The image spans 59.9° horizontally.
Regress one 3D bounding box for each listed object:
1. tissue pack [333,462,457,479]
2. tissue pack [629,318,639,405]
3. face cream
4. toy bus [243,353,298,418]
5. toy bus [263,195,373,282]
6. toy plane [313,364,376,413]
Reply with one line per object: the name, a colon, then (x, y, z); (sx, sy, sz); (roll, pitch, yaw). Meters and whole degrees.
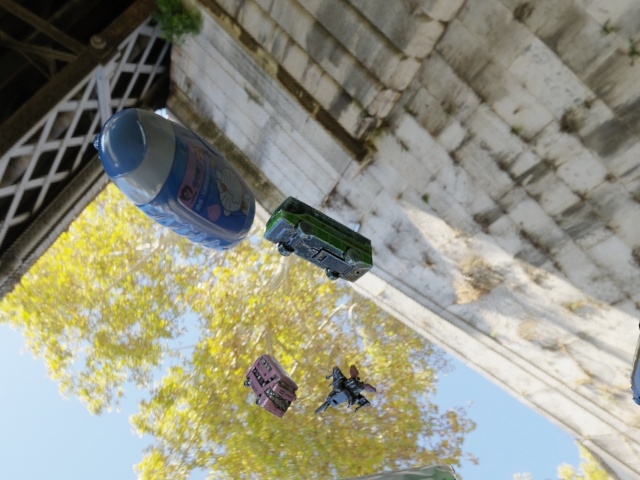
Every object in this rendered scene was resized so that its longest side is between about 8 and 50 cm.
tissue pack: (0.129, 0.616, 1.123); (0.356, 0.194, 0.266); (-11, -97, 4)
tissue pack: (0.511, 0.044, 0.608); (0.264, 0.417, 0.253); (16, -120, 34)
face cream: (-0.189, -0.084, 0.751); (0.083, 0.264, 0.149); (-10, -114, 24)
toy bus: (-0.112, 0.317, 1.232); (0.063, 0.203, 0.090); (37, -95, -19)
toy bus: (0.000, 0.000, 0.412); (0.083, 0.031, 0.037); (29, -138, -23)
toy plane: (0.044, 0.383, 1.362); (0.130, 0.189, 0.061); (47, -161, 0)
